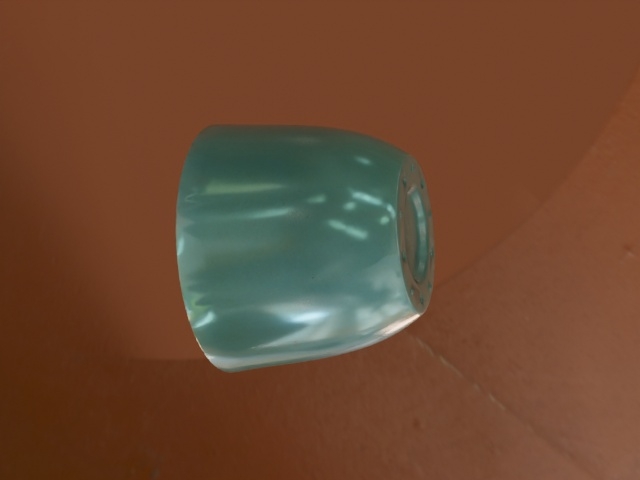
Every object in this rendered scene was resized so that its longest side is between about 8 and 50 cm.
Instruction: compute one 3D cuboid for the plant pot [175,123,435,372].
[{"bbox_3d":[0.000,0.000,1.492,0.235,0.293,0.293,-5,108,17],"label":"plant pot"}]
